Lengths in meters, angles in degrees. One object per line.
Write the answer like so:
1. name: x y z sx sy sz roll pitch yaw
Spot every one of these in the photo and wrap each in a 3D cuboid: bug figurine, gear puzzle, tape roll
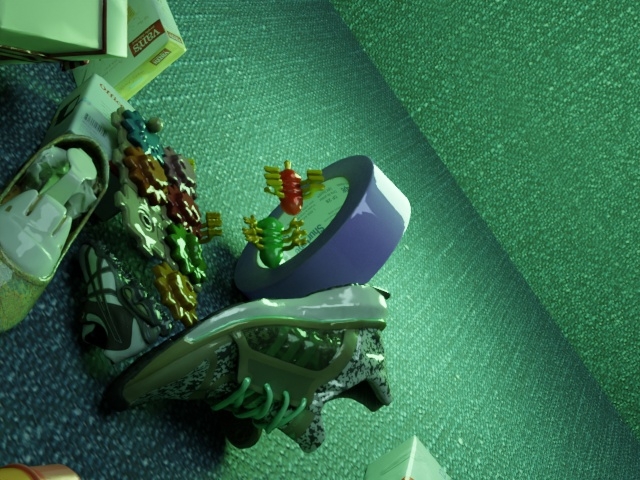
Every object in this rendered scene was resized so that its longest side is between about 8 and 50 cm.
1. bug figurine: -0.134 -0.048 1.577 0.279 0.072 0.216 5 44 -11
2. gear puzzle: -0.192 -0.032 1.375 0.175 0.044 0.339 49 20 -42
3. tape roll: 0.000 0.000 1.617 0.090 0.275 0.274 45 23 -20

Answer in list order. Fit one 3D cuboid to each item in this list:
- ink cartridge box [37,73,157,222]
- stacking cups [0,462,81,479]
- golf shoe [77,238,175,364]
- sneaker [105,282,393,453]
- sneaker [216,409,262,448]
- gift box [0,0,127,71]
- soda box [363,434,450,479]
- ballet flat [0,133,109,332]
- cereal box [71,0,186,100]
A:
1. ink cartridge box: -0.297 -0.126 1.462 0.127 0.072 0.175 45 23 -24
2. stacking cups: -0.316 0.221 0.883 0.096 0.096 0.316 61 19 16
3. golf shoe: -0.253 0.069 1.264 0.198 0.094 0.077 39 -11 48
4. sneaker: -0.053 0.168 1.297 0.410 0.158 0.182 -10 73 -37
5. sneaker: -0.096 0.190 1.415 0.071 0.066 0.188 33 30 -45
6. gift box: -0.390 -0.345 1.306 0.258 0.276 0.255 -1 98 -62
7. soda box: 0.105 0.391 1.493 0.091 0.098 0.286 51 22 -8
8. ballet flat: -0.316 -0.027 1.214 0.123 0.123 0.348 47 22 -18
9. cereal box: -0.305 -0.322 1.604 0.047 0.173 0.240 24 36 -53
